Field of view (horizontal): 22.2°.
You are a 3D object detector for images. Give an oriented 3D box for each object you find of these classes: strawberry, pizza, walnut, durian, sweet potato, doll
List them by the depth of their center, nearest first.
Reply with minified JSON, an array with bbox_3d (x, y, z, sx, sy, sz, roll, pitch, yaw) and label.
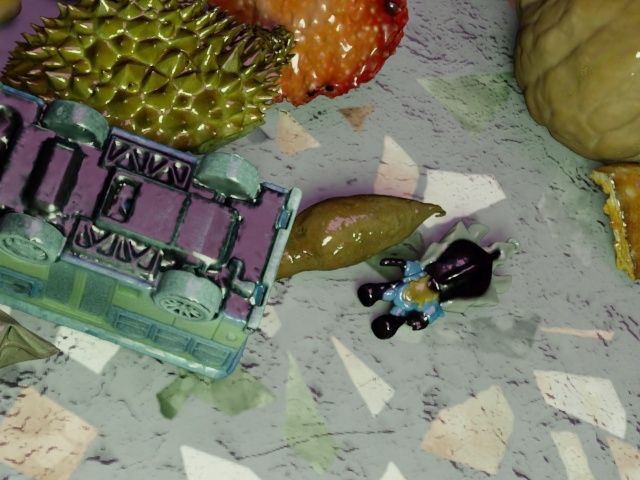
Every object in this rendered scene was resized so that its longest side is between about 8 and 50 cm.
[{"bbox_3d":[-0.156,-0.155,1.580,0.306,0.166,0.172,-14,79,-16],"label":"durian"},{"bbox_3d":[-0.003,0.000,1.638,0.269,0.075,0.075,-21,71,-22],"label":"sweet potato"},{"bbox_3d":[0.131,0.038,1.675,0.195,0.070,0.096,-24,88,-26],"label":"doll"},{"bbox_3d":[0.008,-0.265,1.734,0.234,0.234,0.178,47,27,8],"label":"strawberry"},{"bbox_3d":[0.356,-0.018,1.811,0.178,0.041,0.131,10,83,-41],"label":"pizza"},{"bbox_3d":[0.353,-0.230,1.820,0.285,0.285,0.296,28,59,-7],"label":"walnut"}]

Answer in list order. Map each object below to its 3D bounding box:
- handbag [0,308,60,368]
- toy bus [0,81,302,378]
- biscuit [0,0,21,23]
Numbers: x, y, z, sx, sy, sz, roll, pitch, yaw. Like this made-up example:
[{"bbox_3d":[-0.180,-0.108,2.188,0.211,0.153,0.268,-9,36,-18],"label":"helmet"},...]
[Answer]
[{"bbox_3d":[-0.351,0.135,1.365,0.182,0.117,0.270,24,53,7],"label":"handbag"},{"bbox_3d":[-0.191,-0.009,1.461,0.312,0.190,0.152,20,67,-6],"label":"toy bus"},{"bbox_3d":[-0.355,-0.359,1.699,0.237,0.062,0.290,-24,71,-33],"label":"biscuit"}]
